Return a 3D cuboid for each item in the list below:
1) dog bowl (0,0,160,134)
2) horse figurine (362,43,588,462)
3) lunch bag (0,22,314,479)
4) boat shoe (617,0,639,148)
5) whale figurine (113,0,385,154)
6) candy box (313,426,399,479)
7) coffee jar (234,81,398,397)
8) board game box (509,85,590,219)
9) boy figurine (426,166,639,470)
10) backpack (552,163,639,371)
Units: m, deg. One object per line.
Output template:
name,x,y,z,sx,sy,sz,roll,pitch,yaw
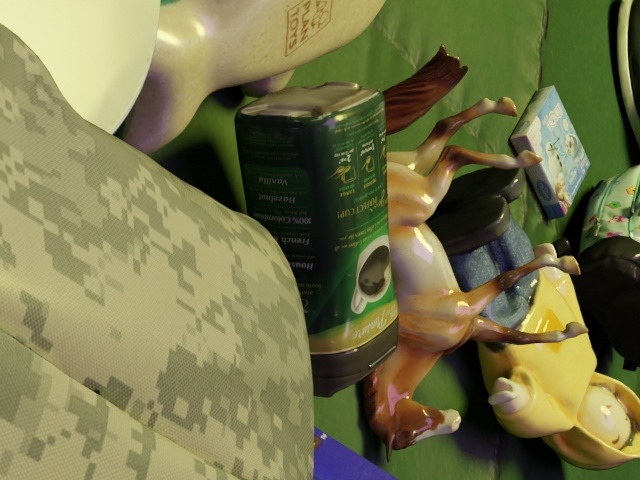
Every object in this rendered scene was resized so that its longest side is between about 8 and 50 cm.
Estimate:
dog bowl,-0.198,-0.142,0.633,0.265,0.104,0.264,22,62,-50
horse figurine,0.083,0.002,0.972,0.066,0.175,0.263,-143,-145,-82
lunch bag,-0.139,0.039,0.465,0.305,0.213,0.256,42,48,-44
boat shoe,0.395,-0.106,1.448,0.127,0.113,0.340,5,76,-54
whale figurine,-0.053,-0.173,0.836,0.272,0.141,0.216,-48,160,-28
candy box,0.020,0.255,0.656,0.317,0.122,0.268,31,40,10
coffee jar,0.000,0.000,0.858,0.096,0.079,0.184,-31,121,-56
board game box,0.211,-0.081,1.263,0.090,0.020,0.090,59,39,-22
boy figurine,0.173,0.086,1.101,0.285,0.092,0.177,58,36,-21
backpack,0.303,0.009,1.285,0.152,0.115,0.182,55,38,-25
